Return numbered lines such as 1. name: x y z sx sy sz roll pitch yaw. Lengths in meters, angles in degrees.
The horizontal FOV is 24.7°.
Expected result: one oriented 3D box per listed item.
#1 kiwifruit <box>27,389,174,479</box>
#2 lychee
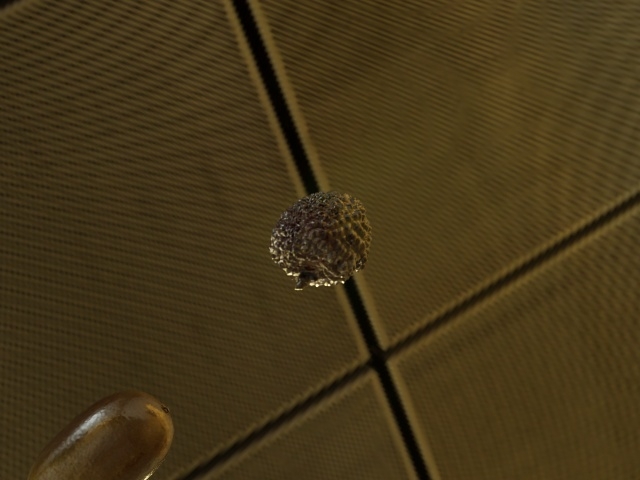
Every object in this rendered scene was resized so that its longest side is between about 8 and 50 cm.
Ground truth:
1. kiwifruit: -0.161 0.159 1.064 0.124 0.075 0.075 -40 -58 -1
2. lychee: 0.000 0.000 1.056 0.083 0.068 0.067 -57 -27 -29
